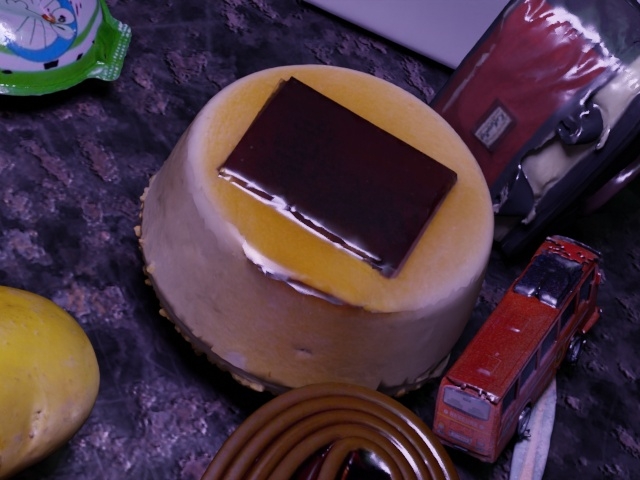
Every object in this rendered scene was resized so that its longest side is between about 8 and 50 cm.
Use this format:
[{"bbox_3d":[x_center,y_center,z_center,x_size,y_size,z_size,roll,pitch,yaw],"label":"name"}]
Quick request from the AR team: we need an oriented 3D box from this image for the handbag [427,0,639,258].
[{"bbox_3d":[0.211,-0.110,1.357,0.181,0.254,0.181,47,38,12],"label":"handbag"}]

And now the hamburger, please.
[{"bbox_3d":[0.000,0.000,1.222,0.302,0.170,0.302,10,51,-13],"label":"hamburger"}]

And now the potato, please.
[{"bbox_3d":[-0.295,0.103,1.009,0.300,0.140,0.173,-3,47,-35],"label":"potato"}]

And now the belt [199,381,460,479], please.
[{"bbox_3d":[-0.017,0.253,1.033,0.217,0.122,0.338,28,46,-4],"label":"belt"}]

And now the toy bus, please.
[{"bbox_3d":[0.170,0.088,1.270,0.073,0.096,0.235,22,44,21],"label":"toy bus"}]

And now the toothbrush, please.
[{"bbox_3d":[0.153,0.229,1.199,0.028,0.037,0.375,18,45,4],"label":"toothbrush"}]

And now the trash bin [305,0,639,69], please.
[{"bbox_3d":[0.189,-0.303,1.499,0.368,0.296,0.256,19,48,-3],"label":"trash bin"}]

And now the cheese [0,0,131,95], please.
[{"bbox_3d":[-0.319,-0.214,1.299,0.320,0.083,0.204,20,47,-11],"label":"cheese"}]
